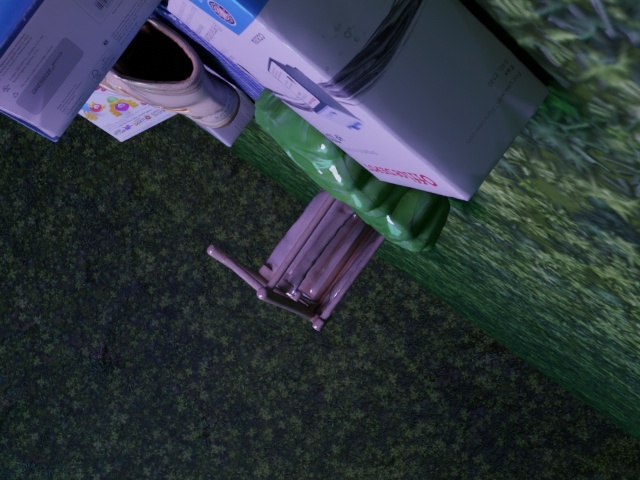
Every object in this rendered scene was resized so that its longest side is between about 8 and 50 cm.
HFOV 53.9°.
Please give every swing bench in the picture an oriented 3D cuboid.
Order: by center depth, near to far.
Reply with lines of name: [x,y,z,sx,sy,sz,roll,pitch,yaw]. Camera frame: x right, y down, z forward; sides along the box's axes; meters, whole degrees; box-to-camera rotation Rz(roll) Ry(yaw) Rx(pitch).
swing bench: [0.000,0.000,1.061,0.165,0.253,0.254,34,179,41]

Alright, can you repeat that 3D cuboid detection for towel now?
towel: [-0.101,-0.221,0.762,0.336,0.040,0.243,37,-178,36]

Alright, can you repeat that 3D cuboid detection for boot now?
boot: [-0.245,-0.236,0.812,0.261,0.095,0.203,27,-178,6]

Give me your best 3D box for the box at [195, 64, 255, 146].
box: [-0.181,-0.232,1.068,0.102,0.087,0.101,35,179,20]

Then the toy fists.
toy fists: [0.055,-0.072,0.654,0.142,0.096,0.279,47,-173,33]

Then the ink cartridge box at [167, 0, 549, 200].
ink cartridge box: [0.013,-0.115,0.369,0.190,0.082,0.139,38,178,-18]

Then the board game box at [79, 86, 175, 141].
board game box: [-0.375,-0.309,1.037,0.275,0.144,0.142,38,-143,-56]

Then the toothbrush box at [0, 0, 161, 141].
toothbrush box: [-0.336,-0.277,0.645,0.295,0.216,0.126,36,179,21]
